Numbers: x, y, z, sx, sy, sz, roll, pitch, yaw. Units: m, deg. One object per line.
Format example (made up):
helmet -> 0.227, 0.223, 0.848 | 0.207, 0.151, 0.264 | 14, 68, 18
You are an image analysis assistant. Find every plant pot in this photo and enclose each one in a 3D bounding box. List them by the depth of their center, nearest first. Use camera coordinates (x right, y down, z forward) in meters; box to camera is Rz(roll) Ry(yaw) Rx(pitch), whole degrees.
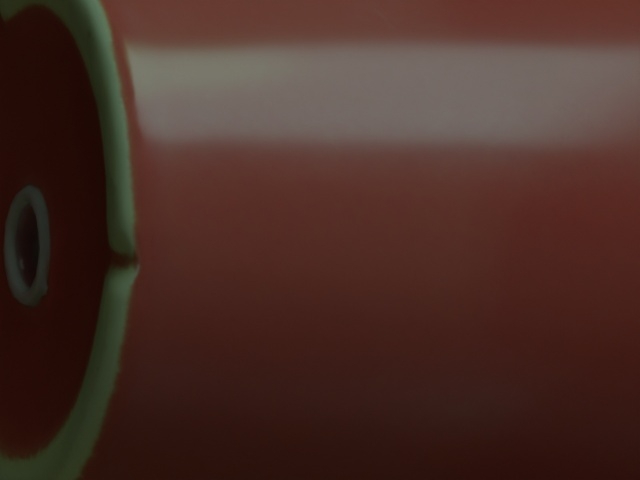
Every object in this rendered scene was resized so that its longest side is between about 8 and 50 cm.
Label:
plant pot -> 0.000, 0.000, 0.699 | 0.243, 0.275, 0.275 | 1, 37, -29
